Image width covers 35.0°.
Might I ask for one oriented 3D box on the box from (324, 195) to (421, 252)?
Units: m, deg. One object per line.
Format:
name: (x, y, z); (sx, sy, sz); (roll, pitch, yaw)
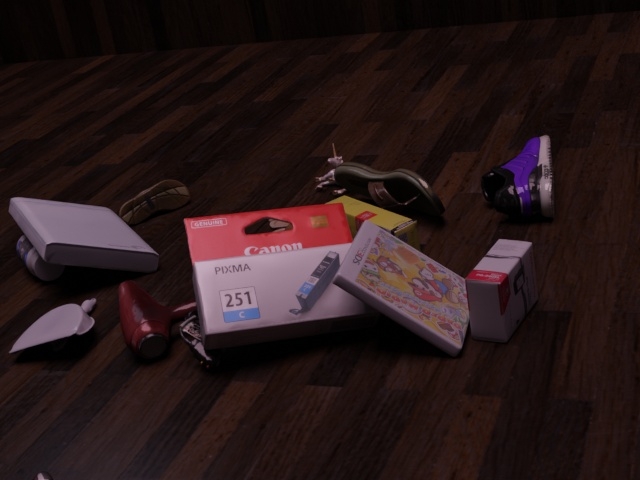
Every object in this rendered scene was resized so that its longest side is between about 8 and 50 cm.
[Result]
box: (0.098, -0.018, 1.962); (0.058, 0.087, 0.232); (-24, 28, -27)

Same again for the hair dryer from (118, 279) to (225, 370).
hair dryer: (-0.243, 0.139, 1.781); (0.293, 0.080, 0.223); (18, 31, 22)

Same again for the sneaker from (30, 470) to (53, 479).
sneaker: (-0.374, 0.392, 1.218); (0.162, 0.106, 0.281); (-20, 26, -14)

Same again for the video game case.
video game case: (0.143, 0.072, 1.654); (0.227, 0.026, 0.206); (32, 30, -1)

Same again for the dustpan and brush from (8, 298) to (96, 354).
dustpan and brush: (-0.463, 0.150, 1.870); (0.147, 0.060, 0.211); (-16, 27, 19)

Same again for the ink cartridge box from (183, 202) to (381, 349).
ink cartridge box: (-0.069, 0.039, 1.715); (0.296, 0.066, 0.261); (-7, 59, -13)

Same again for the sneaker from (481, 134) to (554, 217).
sneaker: (0.401, -0.134, 2.077); (0.146, 0.102, 0.293); (-5, 24, 14)

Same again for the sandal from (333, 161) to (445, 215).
sandal: (0.137, -0.089, 2.108); (0.303, 0.120, 0.086); (14, 61, 46)

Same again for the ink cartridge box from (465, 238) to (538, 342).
ink cartridge box: (0.294, 0.078, 1.633); (0.063, 0.109, 0.150); (4, 28, 32)

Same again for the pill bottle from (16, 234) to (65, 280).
pill bottle: (-0.587, 0.033, 2.138); (0.078, 0.078, 0.137); (-21, 25, -22)

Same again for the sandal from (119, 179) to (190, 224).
sandal: (-0.390, -0.088, 2.362); (0.180, 0.072, 0.049); (-28, 7, -26)

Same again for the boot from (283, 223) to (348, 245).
boot: (0.000, 0.000, 1.930); (0.112, 0.115, 0.305); (-19, 24, -15)

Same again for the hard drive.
hard drive: (-0.508, -0.016, 2.152); (0.233, 0.047, 0.353); (7, 14, -30)

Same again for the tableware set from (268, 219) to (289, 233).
tableware set: (-0.039, -0.032, 2.133); (0.141, 0.020, 0.169); (-11, 24, 0)

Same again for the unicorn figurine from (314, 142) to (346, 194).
unicorn figurine: (0.041, -0.148, 2.326); (0.111, 0.060, 0.162); (-27, 44, -33)
